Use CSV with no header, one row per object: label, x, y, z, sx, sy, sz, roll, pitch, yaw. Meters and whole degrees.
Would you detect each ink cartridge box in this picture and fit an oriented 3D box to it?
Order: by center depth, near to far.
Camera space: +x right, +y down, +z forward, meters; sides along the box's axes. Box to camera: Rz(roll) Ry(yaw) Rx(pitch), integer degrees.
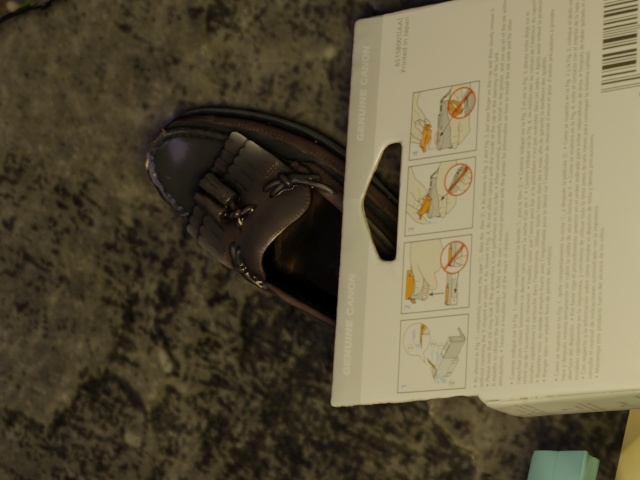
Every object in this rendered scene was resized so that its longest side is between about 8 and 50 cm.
ink cartridge box,0.124,-0.027,1.192,0.238,0.060,0.275,-8,71,39

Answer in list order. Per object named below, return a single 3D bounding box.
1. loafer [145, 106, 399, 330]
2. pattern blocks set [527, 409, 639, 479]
loafer,0.000,0.000,1.300,0.302,0.095,0.109,30,114,15
pattern blocks set,0.269,0.098,1.144,0.324,0.026,0.285,7,72,49
